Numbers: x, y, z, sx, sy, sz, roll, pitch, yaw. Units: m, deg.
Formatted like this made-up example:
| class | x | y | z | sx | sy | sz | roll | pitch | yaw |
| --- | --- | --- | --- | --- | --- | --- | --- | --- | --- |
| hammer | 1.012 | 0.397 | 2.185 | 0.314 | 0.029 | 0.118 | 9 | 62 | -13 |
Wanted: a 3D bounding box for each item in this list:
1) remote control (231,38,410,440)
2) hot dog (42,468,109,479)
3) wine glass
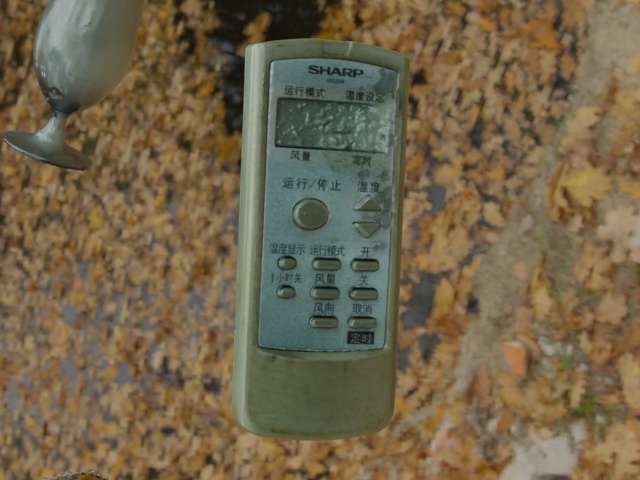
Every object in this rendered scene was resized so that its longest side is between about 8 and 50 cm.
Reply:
| class | x | y | z | sx | sy | sz | roll | pitch | yaw |
| --- | --- | --- | --- | --- | --- | --- | --- | --- | --- |
| remote control | 0.000 | 0.000 | 0.686 | 0.038 | 0.098 | 0.234 | -173 | 85 | -73 |
| hot dog | -0.210 | 0.303 | 1.075 | 0.108 | 0.059 | 0.191 | -21 | 88 | 6 |
| wine glass | -0.224 | -0.174 | 1.098 | 0.093 | 0.093 | 0.202 | 36 | 110 | 49 |
